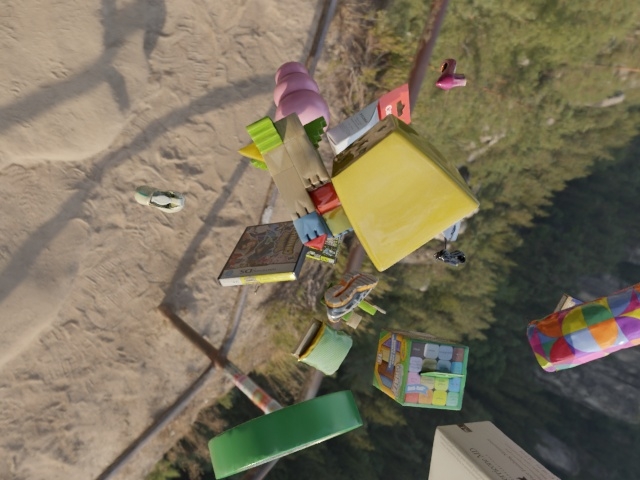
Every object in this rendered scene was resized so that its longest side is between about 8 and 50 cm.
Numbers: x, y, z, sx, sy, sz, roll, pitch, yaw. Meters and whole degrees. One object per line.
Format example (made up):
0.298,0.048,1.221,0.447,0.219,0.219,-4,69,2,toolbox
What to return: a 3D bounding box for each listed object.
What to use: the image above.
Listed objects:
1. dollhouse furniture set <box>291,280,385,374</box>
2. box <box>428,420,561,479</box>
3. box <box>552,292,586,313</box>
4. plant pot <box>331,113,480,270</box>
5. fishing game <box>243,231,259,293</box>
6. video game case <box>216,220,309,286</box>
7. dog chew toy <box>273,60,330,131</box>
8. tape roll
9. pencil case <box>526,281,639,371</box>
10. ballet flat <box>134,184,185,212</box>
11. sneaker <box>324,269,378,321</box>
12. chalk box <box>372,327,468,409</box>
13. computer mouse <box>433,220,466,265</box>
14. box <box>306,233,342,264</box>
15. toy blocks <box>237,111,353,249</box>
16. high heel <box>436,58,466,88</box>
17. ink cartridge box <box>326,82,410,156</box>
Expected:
0.067,0.317,1.585,0.198,0.151,0.301,34,84,-28,dollhouse furniture set
0.277,0.430,0.782,0.119,0.181,0.181,2,100,-20,box
0.852,0.273,1.512,0.036,0.225,0.136,-90,-158,-77,box
0.134,-0.109,0.885,0.212,0.212,0.187,-36,109,19,plant pot
-0.303,0.091,2.008,0.041,0.189,0.264,-11,97,-1,fishing game
-0.156,0.030,1.447,0.274,0.248,0.035,-71,148,-51,video game case
-0.086,-0.542,1.813,0.207,0.207,0.331,11,58,-50,dog chew toy
-0.072,0.413,1.009,0.321,0.077,0.321,-17,157,-7,tape roll
0.458,0.139,0.771,0.104,0.104,0.236,-5,158,-46,pencil case
-0.537,-0.140,1.656,0.248,0.086,0.086,3,109,-66,ballet flat
0.083,0.148,1.297,0.215,0.084,0.083,-25,129,-43,sneaker
0.287,0.359,1.319,0.180,0.289,0.179,10,86,-12,chalk box
0.302,-0.037,1.100,0.106,0.042,0.192,15,69,-40,computer mouse
0.000,0.000,2.194,0.045,0.191,0.184,-42,144,-64,box
-0.019,-0.105,1.042,0.191,0.260,0.381,-26,175,6,toy blocks
0.492,-0.672,1.905,0.117,0.244,0.082,-4,133,-4,high heel
0.231,-0.454,2.008,0.385,0.091,0.308,-31,159,2,ink cartridge box
